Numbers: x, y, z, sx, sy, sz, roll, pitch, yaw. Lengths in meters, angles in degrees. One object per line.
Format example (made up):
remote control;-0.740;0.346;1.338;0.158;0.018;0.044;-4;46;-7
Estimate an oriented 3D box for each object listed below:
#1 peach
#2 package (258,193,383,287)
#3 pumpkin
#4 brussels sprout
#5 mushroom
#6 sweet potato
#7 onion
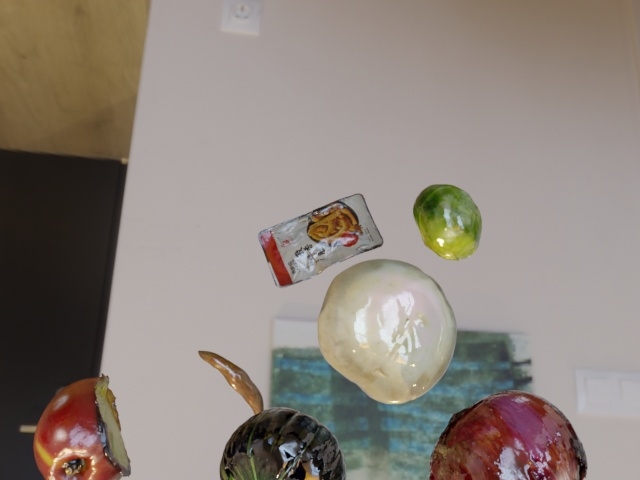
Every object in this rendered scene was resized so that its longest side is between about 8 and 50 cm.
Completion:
peach;-0.599;0.471;1.876;0.201;0.361;0.257;-17;119;-8
package;0.000;0.000;1.575;0.239;0.154;0.030;-24;144;2
pumpkin;-0.067;0.514;1.771;0.296;0.295;0.296;2;159;1
brussels sprout;0.239;-0.034;1.415;0.117;0.155;0.155;-41;151;2
mushroom;0.148;0.237;1.878;0.353;0.325;0.353;-10;144;-7
sweet potato;-0.228;0.382;2.084;0.255;0.058;0.078;47;138;-11
onion;0.305;0.374;1.263;0.276;0.276;0.276;2;159;1
